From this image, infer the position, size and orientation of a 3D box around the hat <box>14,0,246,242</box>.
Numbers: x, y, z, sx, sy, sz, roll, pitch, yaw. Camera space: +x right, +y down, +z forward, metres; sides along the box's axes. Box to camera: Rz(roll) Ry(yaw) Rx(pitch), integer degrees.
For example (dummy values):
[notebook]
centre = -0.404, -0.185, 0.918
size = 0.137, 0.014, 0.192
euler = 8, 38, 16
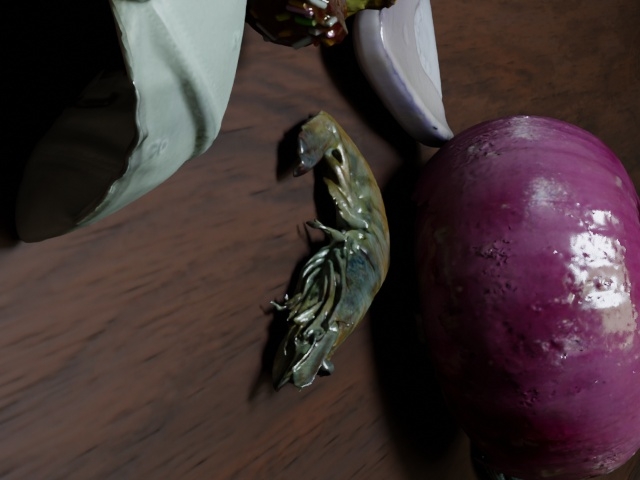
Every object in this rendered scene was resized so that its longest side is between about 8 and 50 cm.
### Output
[hat]
centre = -0.095, -0.158, 0.779
size = 0.301, 0.168, 0.258
euler = -48, 128, -60

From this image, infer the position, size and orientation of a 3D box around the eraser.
[eraser]
centre = 0.070, -0.187, 1.300
size = 0.243, 0.059, 0.204
euler = -13, 97, -70

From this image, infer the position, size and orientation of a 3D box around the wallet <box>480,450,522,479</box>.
[wallet]
centre = 0.251, 0.272, 1.618
size = 0.318, 0.045, 0.172
euler = 59, 30, -43

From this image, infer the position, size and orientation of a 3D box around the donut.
[donut]
centre = -0.020, -0.254, 1.066
size = 0.216, 0.096, 0.230
euler = 69, 27, -25

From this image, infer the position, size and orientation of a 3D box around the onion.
[onion]
centre = 0.235, 0.039, 1.334
size = 0.358, 0.345, 0.358
euler = 51, 8, -10

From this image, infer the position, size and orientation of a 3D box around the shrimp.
[shrimp]
centre = 0.000, 0.000, 1.109
size = 0.169, 0.058, 0.296
euler = 66, 25, -20
